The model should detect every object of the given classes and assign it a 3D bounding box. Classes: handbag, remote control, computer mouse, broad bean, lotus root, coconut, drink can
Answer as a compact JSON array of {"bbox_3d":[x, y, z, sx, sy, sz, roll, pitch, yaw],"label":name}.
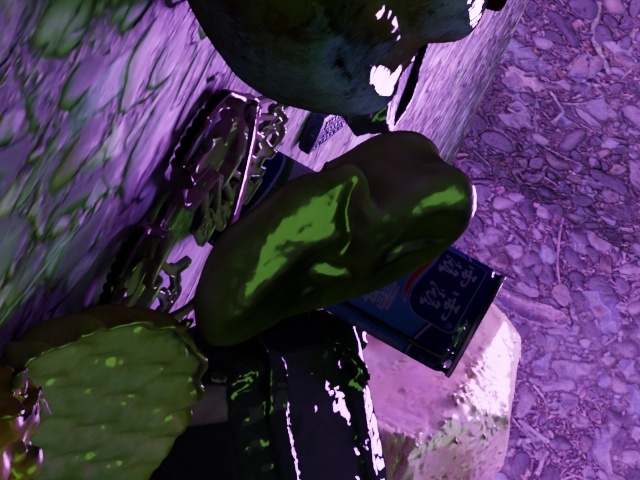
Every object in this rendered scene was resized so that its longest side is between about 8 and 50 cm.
[{"bbox_3d":[-0.063,0.151,1.193,0.254,0.181,0.181,-6,88,-57],"label":"handbag"},{"bbox_3d":[0.017,-0.129,1.490,0.043,0.027,0.152,-57,175,29],"label":"remote control"},{"bbox_3d":[0.054,-0.194,1.292,0.126,0.071,0.231,77,28,-60],"label":"computer mouse"},{"bbox_3d":[0.001,0.002,0.980,0.206,0.072,0.153,-26,148,-17],"label":"broad bean"},{"bbox_3d":[-0.001,-0.152,0.752,0.158,0.140,0.322,-37,170,8],"label":"lotus root"},{"bbox_3d":[0.086,0.249,2.152,0.405,0.404,0.404,-60,174,-11],"label":"coconut"},{"bbox_3d":[0.022,0.012,1.176,0.097,0.235,0.097,-59,173,-12],"label":"drink can"}]

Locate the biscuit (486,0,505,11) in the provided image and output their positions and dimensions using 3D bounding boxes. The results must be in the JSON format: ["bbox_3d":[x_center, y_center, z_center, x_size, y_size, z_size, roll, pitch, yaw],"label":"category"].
[{"bbox_3d":[0.175,-0.385,1.179,0.407,0.091,0.407,19,90,-85],"label":"biscuit"}]

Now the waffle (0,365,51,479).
[{"bbox_3d":[-0.231,0.184,0.710,0.329,0.062,0.329,-58,173,-11],"label":"waffle"}]

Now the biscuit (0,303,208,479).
[{"bbox_3d":[-0.154,0.134,0.953,0.187,0.036,0.273,-15,141,-45],"label":"biscuit"}]

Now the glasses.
[{"bbox_3d":[-0.069,-0.003,1.047,0.255,0.095,0.162,-57,174,-9],"label":"glasses"}]
